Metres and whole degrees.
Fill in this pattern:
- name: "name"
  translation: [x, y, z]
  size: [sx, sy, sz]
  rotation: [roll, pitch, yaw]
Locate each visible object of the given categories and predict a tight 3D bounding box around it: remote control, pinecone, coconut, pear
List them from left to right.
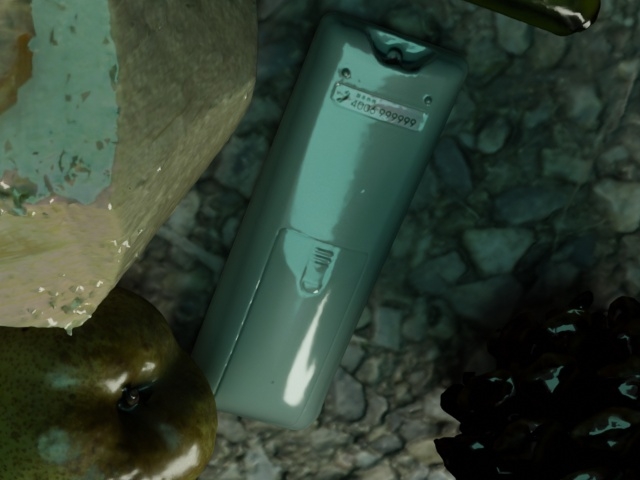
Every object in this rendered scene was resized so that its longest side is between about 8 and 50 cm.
- name: "coconut"
  translation: [-0.187, -0.100, 0.687]
  size: [0.309, 0.297, 0.298]
  rotation: [-1, 115, -4]
- name: "pear"
  translation: [-0.153, 0.105, 0.855]
  size: [0.167, 0.136, 0.167]
  rotation: [5, 81, -34]
- name: "remote control"
  translation: [0.000, -0.001, 0.885]
  size: [0.103, 0.051, 0.293]
  rotation: [16, 111, -14]
- name: "pinecone"
  translation: [0.188, 0.165, 0.870]
  size: [0.224, 0.273, 0.224]
  rotation: [-13, 156, -6]

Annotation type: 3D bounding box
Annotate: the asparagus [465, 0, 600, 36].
- name: "asparagus"
  translation: [0.043, -0.193, 0.798]
  size: [0.277, 0.060, 0.067]
  rotation: [19, 130, -16]
